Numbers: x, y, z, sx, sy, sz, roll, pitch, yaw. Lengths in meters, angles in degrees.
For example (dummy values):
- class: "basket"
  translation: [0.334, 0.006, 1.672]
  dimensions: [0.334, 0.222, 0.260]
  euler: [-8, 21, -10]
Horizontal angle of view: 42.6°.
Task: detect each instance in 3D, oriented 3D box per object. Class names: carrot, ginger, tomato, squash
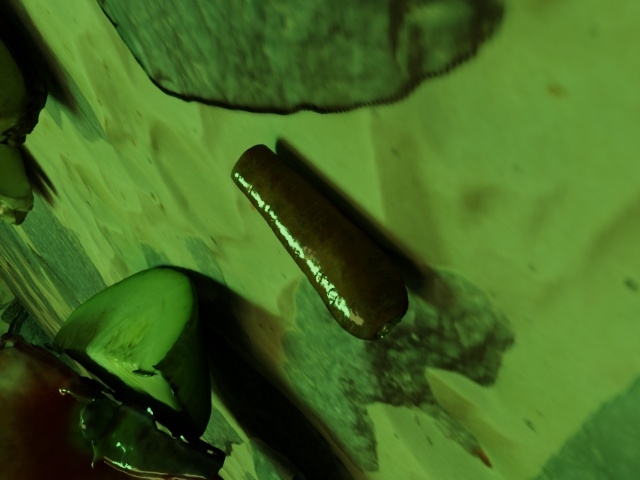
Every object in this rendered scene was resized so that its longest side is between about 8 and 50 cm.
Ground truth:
- class: "carrot"
  translation: [0.000, 0.000, 0.326]
  dimensions: [0.093, 0.032, 0.032]
  euler: [49, 160, 19]
- class: "ginger"
  translation: [-0.366, -0.075, 0.891]
  dimensions: [0.213, 0.074, 0.137]
  euler: [-1, 116, 59]
- class: "tomato"
  translation: [-0.175, 0.238, 0.678]
  dimensions: [0.335, 0.176, 0.289]
  euler: [25, 158, 23]
- class: "squash"
  translation: [-0.146, 0.058, 0.628]
  dimensions: [0.169, 0.093, 0.252]
  euler: [32, 158, 10]

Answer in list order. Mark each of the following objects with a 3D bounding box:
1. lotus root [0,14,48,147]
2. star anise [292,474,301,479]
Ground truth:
- class: "lotus root"
  translation: [-0.283, -0.167, 0.542]
  dimensions: [0.258, 0.097, 0.110]
  euler: [57, 162, -5]
- class: "star anise"
  translation: [0.019, 0.279, 0.707]
  dimensions: [0.129, 0.056, 0.124]
  euler: [50, 168, 49]
